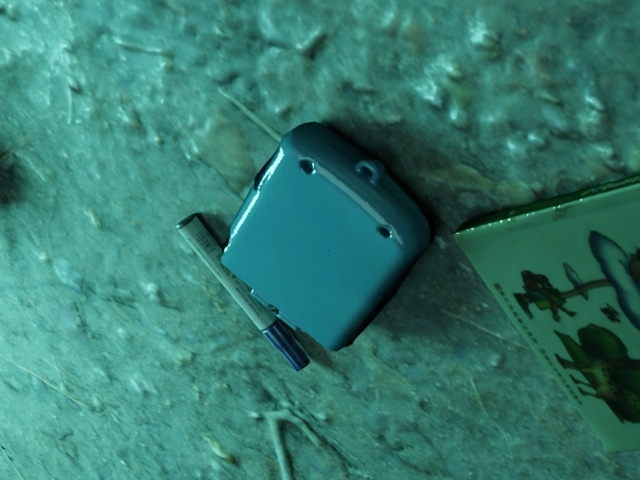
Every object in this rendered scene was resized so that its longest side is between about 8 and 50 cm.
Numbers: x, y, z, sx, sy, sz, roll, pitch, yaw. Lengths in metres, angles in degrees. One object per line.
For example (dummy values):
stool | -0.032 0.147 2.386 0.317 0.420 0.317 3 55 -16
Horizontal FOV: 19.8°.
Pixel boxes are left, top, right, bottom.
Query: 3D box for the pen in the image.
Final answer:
pen | -0.078 0.055 1.885 0.204 0.025 0.025 51 145 -16

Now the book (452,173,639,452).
book | 0.299 0.058 1.493 0.260 0.043 0.371 53 145 -15

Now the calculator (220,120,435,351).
calculator | 0.000 0.000 1.719 0.173 0.051 0.293 40 146 4
